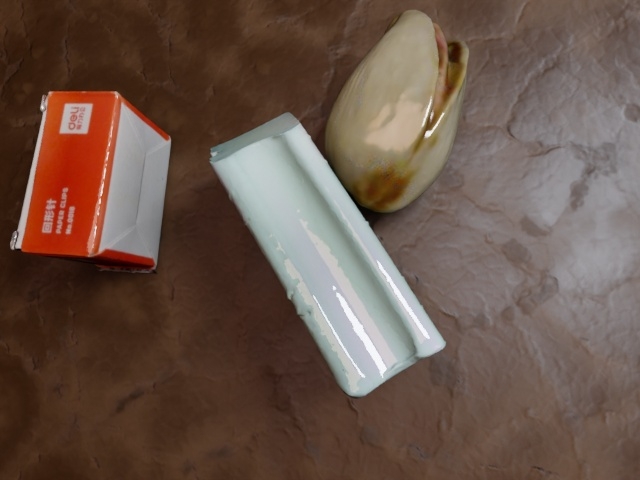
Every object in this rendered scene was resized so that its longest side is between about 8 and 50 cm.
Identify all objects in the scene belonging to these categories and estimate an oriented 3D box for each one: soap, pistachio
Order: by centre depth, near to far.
[{"bbox_3d":[0.000,0.000,0.481,0.095,0.173,0.290,-32,76,1],"label":"soap"},{"bbox_3d":[0.083,-0.133,0.509,0.143,0.144,0.215,18,84,12],"label":"pistachio"}]

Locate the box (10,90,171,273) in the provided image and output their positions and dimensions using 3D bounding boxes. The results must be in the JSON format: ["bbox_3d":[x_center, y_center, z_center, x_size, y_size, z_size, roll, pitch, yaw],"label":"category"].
[{"bbox_3d":[-0.250,-0.059,0.553,0.099,0.133,0.182,3,82,11],"label":"box"}]
